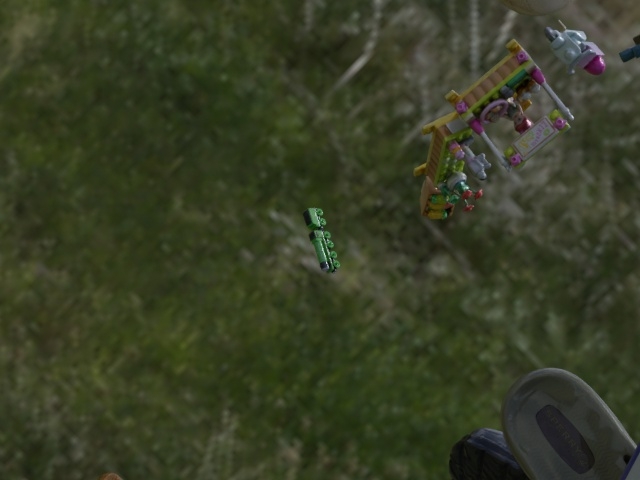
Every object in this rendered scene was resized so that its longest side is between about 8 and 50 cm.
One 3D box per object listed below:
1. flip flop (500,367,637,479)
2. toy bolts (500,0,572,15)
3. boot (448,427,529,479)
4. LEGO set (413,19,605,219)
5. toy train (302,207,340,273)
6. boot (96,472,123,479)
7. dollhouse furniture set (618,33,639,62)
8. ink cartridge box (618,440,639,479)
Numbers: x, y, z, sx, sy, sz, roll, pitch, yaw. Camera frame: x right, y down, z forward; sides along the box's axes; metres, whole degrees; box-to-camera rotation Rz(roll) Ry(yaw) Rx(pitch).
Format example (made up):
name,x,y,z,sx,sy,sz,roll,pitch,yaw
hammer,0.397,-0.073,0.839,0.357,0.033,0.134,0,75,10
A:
name,x,y,z,sx,sy,sz,roll,pitch,yaw
flip flop,0.244,0.209,1.340,0.277,0.112,0.080,52,-4,21
toy bolts,0.096,-0.248,0.959,0.228,0.218,0.158,15,55,-22
boot,0.305,0.217,1.559,0.338,0.118,0.223,26,49,14
LEGO set,0.186,-0.097,1.786,0.132,0.287,0.107,-4,52,-49
toy train,0.000,0.000,1.947,0.023,0.017,0.083,0,64,-40
boot,-0.216,0.385,1.589,0.211,0.104,0.295,-35,126,-52
dollhouse furniture set,0.355,-0.165,1.367,0.286,0.198,0.303,64,5,0
ink cartridge box,0.245,0.173,0.803,0.072,0.304,0.307,17,20,-22
